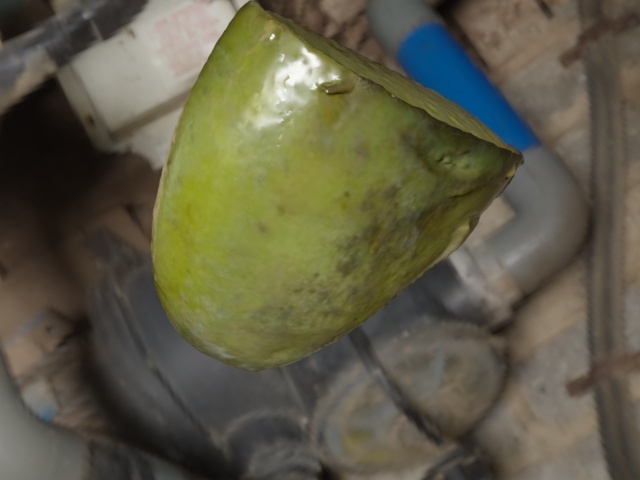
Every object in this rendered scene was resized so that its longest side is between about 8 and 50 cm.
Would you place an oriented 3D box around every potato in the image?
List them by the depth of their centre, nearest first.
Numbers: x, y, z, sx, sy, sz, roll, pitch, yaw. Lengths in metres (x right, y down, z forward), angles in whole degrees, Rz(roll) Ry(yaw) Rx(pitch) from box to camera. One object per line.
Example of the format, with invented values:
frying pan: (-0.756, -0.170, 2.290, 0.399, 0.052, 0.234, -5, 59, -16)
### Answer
potato: (0.000, 0.000, 1.113, 0.269, 0.112, 0.255, 22, 108, -39)
